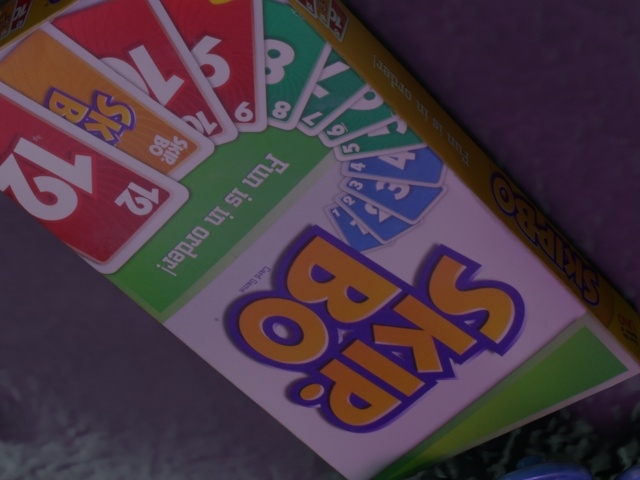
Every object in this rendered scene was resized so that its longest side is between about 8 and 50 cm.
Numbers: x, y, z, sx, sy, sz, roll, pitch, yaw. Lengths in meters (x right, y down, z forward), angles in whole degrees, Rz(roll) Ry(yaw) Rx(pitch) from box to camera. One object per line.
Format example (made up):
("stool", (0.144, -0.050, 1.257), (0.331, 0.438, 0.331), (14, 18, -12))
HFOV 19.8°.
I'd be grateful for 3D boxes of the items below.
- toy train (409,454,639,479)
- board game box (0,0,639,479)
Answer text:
("toy train", (0.083, 0.131, 0.696), (0.184, 0.080, 0.105), (-7, 153, -7))
("board game box", (0.000, 0.000, 0.614), (0.124, 0.039, 0.259), (-28, 129, 27))
